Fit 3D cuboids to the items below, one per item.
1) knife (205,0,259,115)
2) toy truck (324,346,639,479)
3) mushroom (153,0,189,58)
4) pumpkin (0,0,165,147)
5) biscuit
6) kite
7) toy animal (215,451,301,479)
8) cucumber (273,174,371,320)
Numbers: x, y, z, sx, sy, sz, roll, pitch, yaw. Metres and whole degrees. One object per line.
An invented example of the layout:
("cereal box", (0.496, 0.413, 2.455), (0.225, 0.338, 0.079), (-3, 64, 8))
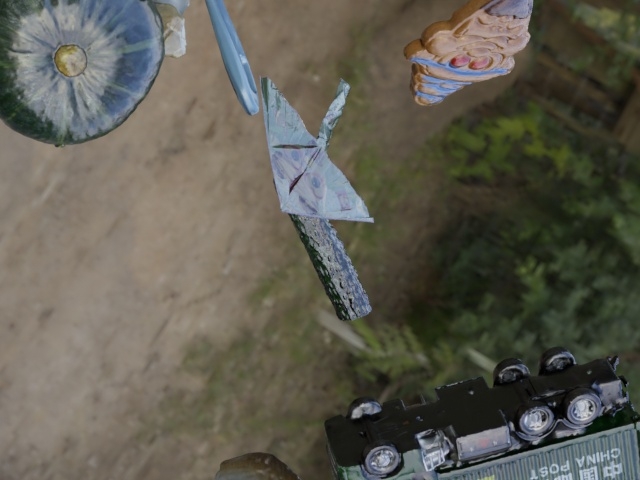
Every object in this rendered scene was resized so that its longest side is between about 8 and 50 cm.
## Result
("knife", (-0.105, -0.241, 1.177), (0.019, 0.313, 0.044), (-22, 165, 7))
("toy truck", (0.138, 0.175, 1.240), (0.259, 0.088, 0.121), (-14, 119, -4))
("mushroom", (-0.198, -0.278, 1.770), (0.096, 0.099, 0.278), (-44, -156, 18))
("pumpkin", (-0.271, -0.205, 1.566), (0.152, 0.211, 0.211), (-111, -141, -64))
("biscuit", (0.203, -0.258, 1.964), (0.183, 0.043, 0.280), (-4, 156, -30))
("kite", (-0.002, -0.109, 1.741), (0.229, 0.012, 0.250), (51, 42, -23))
("toy animal", (0.030, 0.325, 1.482), (0.197, 0.272, 0.160), (-32, -168, 17))
("cucumber", (0.000, 0.000, 2.414), (0.067, 0.067, 0.293), (-41, 114, -36))
